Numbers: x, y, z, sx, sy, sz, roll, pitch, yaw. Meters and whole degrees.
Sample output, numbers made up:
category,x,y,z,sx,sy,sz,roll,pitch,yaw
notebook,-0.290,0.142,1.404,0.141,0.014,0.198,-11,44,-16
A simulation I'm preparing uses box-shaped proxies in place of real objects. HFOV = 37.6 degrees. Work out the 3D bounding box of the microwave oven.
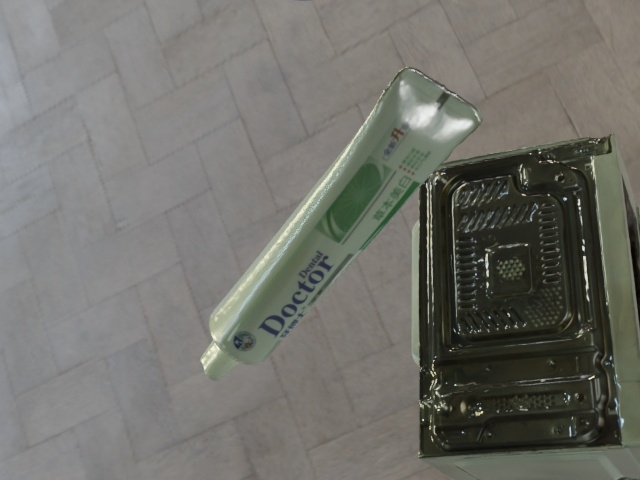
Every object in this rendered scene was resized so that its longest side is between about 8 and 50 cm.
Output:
category,x,y,z,sx,sy,sz,roll,pitch,yaw
microwave oven,0.145,0.052,0.637,0.162,0.122,0.208,-9,64,22

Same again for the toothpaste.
category,x,y,z,sx,sy,sz,roll,pitch,yaw
toothpaste,0.000,0.000,0.519,0.218,0.064,0.041,-49,40,21
